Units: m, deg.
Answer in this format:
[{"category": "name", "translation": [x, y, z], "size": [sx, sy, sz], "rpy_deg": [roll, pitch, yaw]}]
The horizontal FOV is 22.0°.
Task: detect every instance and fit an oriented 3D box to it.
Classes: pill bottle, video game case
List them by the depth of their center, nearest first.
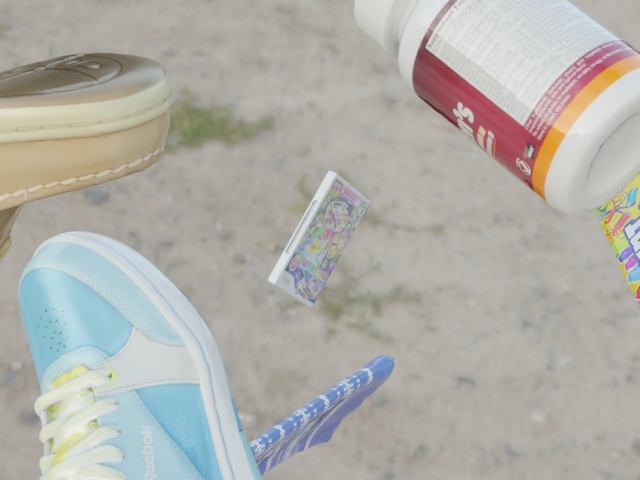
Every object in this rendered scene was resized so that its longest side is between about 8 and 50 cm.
[{"category": "pill bottle", "translation": [0.133, -0.127, 1.165], "size": [0.121, 0.121, 0.221], "rpy_deg": [-20, 52, -42]}, {"category": "video game case", "translation": [0.000, 0.000, 1.600], "size": [0.011, 0.122, 0.087], "rpy_deg": [27, -5, 30]}]

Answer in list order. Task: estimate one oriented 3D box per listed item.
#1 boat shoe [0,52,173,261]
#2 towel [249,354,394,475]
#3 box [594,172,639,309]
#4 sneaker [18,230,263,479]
[{"category": "boat shoe", "translation": [-0.199, -0.012, 0.802], "size": [0.341, 0.110, 0.122], "rpy_deg": [-10, 11, 37]}, {"category": "towel", "translation": [-0.068, 0.265, 1.994], "size": [0.336, 0.243, 0.040], "rpy_deg": [-31, 79, -35]}, {"category": "box", "translation": [0.378, -0.033, 1.240], "size": [0.177, 0.279, 0.290], "rpy_deg": [35, 22, -24]}, {"category": "sneaker", "translation": [-0.146, 0.146, 1.034], "size": [0.208, 0.127, 0.319], "rpy_deg": [-14, 73, -55]}]
